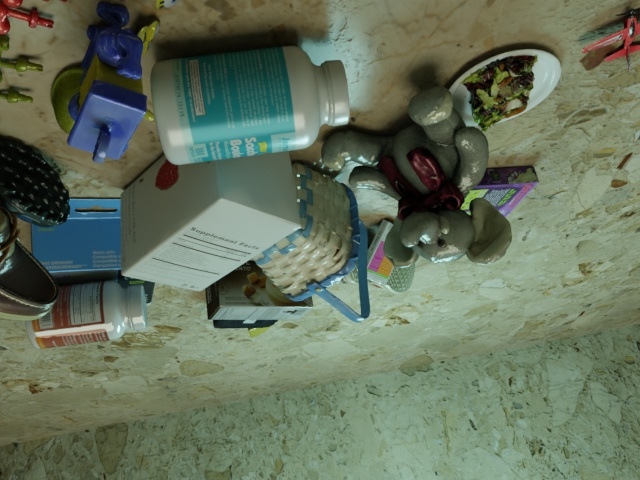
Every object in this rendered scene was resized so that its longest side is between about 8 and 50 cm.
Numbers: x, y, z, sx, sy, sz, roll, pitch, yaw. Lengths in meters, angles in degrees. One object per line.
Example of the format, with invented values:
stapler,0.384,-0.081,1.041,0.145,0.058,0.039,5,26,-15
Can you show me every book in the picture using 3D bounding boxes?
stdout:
book,0.152,0.030,1.505,0.035,0.144,0.096,28,-177,40

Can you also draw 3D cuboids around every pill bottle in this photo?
pill bottle,-0.463,0.145,1.247,0.216,0.121,0.121,-5,155,-11
pill bottle,-0.096,-0.195,0.884,0.264,0.146,0.146,-8,156,-5

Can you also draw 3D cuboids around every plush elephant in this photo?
plush elephant,0.190,-0.073,1.111,0.271,0.256,0.330,-16,161,36

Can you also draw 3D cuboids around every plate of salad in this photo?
plate of salad,0.309,-0.247,1.056,0.199,0.048,0.200,-8,156,-4

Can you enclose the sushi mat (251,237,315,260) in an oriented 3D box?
sushi mat,-0.170,0.005,1.429,0.316,0.019,0.151,8,150,-31

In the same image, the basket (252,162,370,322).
basket,0.000,0.000,1.238,0.201,0.255,0.289,-33,130,33

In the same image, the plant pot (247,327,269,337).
plant pot,-0.185,0.234,1.870,0.083,0.081,0.081,-17,157,-10

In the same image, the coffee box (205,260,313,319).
coffee box,-0.155,0.117,1.550,0.246,0.141,0.098,4,152,-27

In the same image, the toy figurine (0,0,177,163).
toy figurine,-0.296,-0.177,0.756,0.191,0.217,0.362,8,149,-35

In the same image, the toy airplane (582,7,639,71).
toy airplane,0.492,-0.321,0.990,0.151,0.028,0.151,-8,156,-3

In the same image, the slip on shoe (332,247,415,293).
slip on shoe,0.143,0.069,1.630,0.101,0.123,0.331,15,-176,42

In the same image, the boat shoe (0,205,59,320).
boat shoe,-0.511,0.004,0.923,0.123,0.123,0.342,-22,132,21

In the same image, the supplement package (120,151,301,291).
supplement package,-0.202,-0.056,1.097,0.293,0.178,0.175,-32,146,35

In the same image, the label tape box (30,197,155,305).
label tape box,-0.466,0.039,1.294,0.240,0.106,0.334,-2,155,-20

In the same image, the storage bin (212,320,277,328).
storage bin,-0.207,0.189,1.754,0.180,0.084,0.122,4,152,-28

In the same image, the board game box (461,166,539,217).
board game box,0.340,-0.062,1.476,0.208,0.056,0.347,0,154,-12

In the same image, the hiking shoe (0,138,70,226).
hiking shoe,-0.540,-0.104,0.974,0.132,0.113,0.304,-16,146,30
